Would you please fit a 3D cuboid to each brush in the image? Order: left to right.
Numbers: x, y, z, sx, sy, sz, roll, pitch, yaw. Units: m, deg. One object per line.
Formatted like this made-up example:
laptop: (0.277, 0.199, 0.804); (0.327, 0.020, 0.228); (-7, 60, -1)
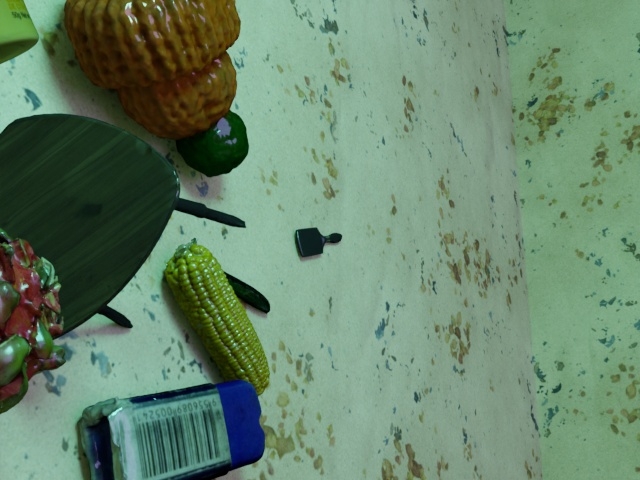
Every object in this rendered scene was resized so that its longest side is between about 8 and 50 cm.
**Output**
brush: (0.000, 0.000, 1.783); (0.193, 0.016, 0.063); (-8, 85, -57)

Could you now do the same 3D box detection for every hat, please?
hat: (-0.267, -0.276, 1.345); (0.285, 0.285, 0.400); (-61, 155, -47)

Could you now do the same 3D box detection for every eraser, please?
eraser: (-0.223, 0.307, 1.243); (0.332, 0.101, 0.155); (3, 74, -58)

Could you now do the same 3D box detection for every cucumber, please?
cucumber: (-0.148, 0.095, 1.504); (0.184, 0.033, 0.036); (37, 31, -47)

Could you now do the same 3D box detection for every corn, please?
corn: (-0.170, 0.147, 1.384); (0.313, 0.102, 0.102); (62, 35, -19)

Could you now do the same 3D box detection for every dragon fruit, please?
dragon fruit: (-0.437, 0.100, 0.875); (0.302, 0.237, 0.231); (-9, 75, -38)

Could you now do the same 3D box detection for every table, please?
table: (-0.303, -0.029, 1.161); (0.249, 0.317, 0.317); (23, 58, -67)

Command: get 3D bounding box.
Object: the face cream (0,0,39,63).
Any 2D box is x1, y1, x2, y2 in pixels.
face cream: (-0.483, -0.294, 0.966); (0.218, 0.218, 0.179); (-39, 112, -55)
